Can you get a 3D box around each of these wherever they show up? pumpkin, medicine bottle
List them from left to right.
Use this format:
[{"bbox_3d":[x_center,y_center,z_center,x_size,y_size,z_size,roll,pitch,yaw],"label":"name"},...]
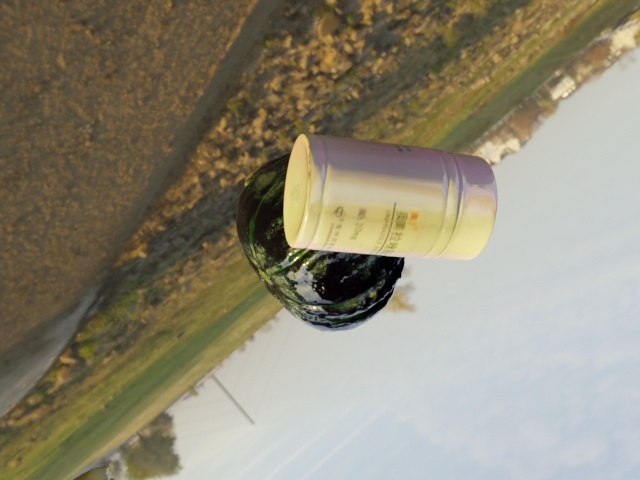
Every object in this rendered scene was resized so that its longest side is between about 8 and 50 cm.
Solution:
[{"bbox_3d":[0.000,0.000,1.281,0.266,0.363,0.363,-34,176,-19],"label":"pumpkin"},{"bbox_3d":[0.089,-0.054,0.886,0.254,0.152,0.152,5,163,-14],"label":"medicine bottle"}]

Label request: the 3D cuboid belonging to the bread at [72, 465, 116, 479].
[{"bbox_3d":[-0.529,0.740,1.586,0.245,0.424,0.329,-10,-146,11],"label":"bread"}]
